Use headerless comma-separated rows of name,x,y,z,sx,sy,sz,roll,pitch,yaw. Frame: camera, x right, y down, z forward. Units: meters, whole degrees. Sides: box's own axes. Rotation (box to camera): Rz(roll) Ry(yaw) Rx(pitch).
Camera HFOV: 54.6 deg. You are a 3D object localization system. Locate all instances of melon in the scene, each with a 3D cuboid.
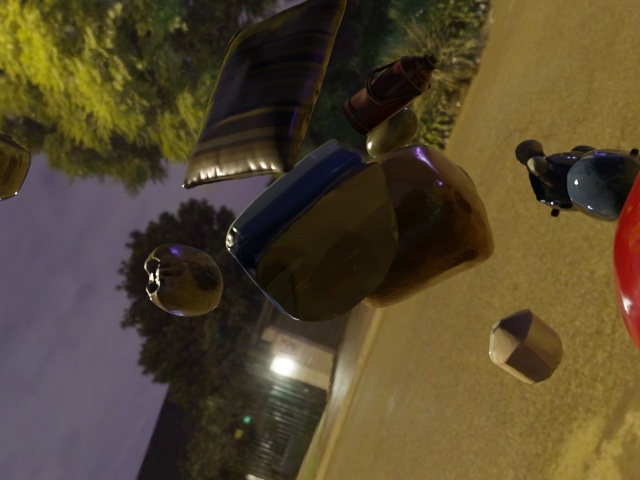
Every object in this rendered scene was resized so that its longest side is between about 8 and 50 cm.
melon,0.179,-0.270,1.570,0.162,0.099,0.099,-41,19,40

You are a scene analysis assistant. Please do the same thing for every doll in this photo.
doll,0.504,-0.113,1.141,0.258,0.228,0.154,-168,84,-67

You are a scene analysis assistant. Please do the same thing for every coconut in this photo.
coconut,0.456,0.236,1.408,0.147,0.153,0.147,-54,3,4

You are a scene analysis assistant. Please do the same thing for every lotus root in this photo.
lotus root,-0.204,0.064,0.972,0.192,0.088,0.113,29,-134,-70

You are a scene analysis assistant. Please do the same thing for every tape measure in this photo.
tape measure,-0.001,-0.002,1.037,0.259,0.138,0.262,-39,-45,-8

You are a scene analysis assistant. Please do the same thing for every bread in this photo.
bread,0.194,-0.030,1.445,0.376,0.348,0.253,-26,11,18

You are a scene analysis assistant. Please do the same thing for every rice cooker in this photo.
rice cooker,-0.555,-0.128,0.946,0.145,0.206,0.127,-178,98,-83

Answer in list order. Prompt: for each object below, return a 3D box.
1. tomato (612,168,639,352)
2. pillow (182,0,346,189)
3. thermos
tomato,0.376,0.002,0.432,0.290,0.293,0.325,24,86,53
pillow,-0.064,-0.158,0.671,0.208,0.052,0.212,1,69,49
thermos,0.164,-0.326,1.343,0.232,0.124,0.099,-32,60,36
